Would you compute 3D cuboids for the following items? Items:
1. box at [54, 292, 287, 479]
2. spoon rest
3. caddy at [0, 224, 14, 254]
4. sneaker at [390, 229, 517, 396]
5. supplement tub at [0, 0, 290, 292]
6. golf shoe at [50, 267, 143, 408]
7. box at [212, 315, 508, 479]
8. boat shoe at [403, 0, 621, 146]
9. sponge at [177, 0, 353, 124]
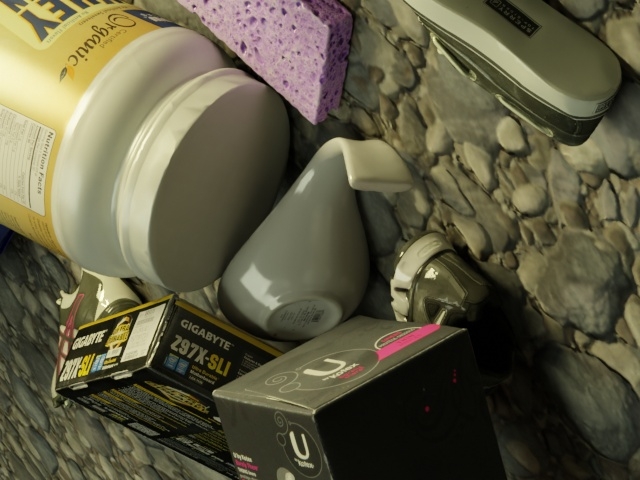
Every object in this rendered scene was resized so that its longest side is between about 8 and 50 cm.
[{"bbox_3d":[-0.062,0.168,1.618,0.322,0.079,0.257,29,157,-19],"label":"box"},{"bbox_3d":[0.000,0.000,1.472,0.276,0.137,0.084,122,145,-49],"label":"spoon rest"},{"bbox_3d":[-0.499,-0.044,2.124,0.241,0.179,0.341,32,153,-9],"label":"caddy"},{"bbox_3d":[0.114,0.106,1.432,0.106,0.078,0.234,35,145,37],"label":"sneaker"},{"bbox_3d":[-0.208,-0.103,1.515,0.316,0.228,0.228,26,142,26],"label":"supplement tub"},{"bbox_3d":[-0.263,0.114,2.032,0.120,0.105,0.273,65,149,15],"label":"golf shoe"},{"bbox_3d":[0.050,0.216,1.374,0.143,0.165,0.270,3,115,53],"label":"box"},{"bbox_3d":[0.104,-0.146,1.170,0.219,0.078,0.070,44,149,16],"label":"boat shoe"},{"bbox_3d":[-0.059,-0.200,1.414,0.210,0.031,0.117,43,150,21],"label":"sponge"}]
